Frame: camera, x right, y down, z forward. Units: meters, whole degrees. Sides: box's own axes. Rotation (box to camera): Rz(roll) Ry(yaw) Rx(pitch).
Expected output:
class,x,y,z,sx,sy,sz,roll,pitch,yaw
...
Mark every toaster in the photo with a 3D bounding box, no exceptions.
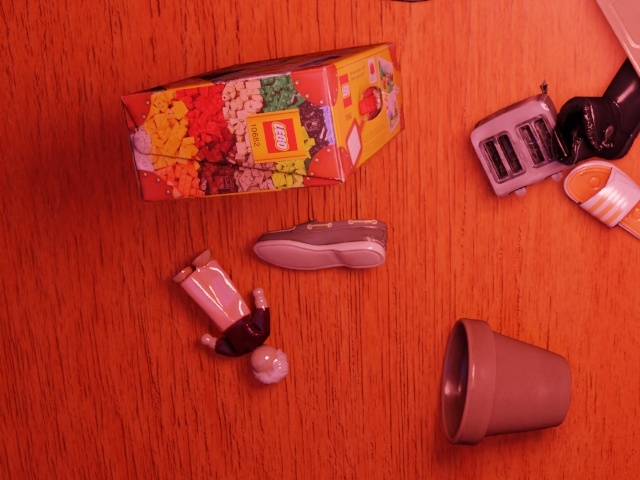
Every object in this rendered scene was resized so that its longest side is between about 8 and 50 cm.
class,x,y,z,sx,sy,sz,roll,pitch,yaw
toaster,0.399,-0.192,1.735,0.168,0.110,0.185,-23,98,21

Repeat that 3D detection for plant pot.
class,x,y,z,sx,sy,sz,roll,pitch,yaw
plant pot,0.389,0.304,1.834,0.230,0.263,0.262,7,109,-2

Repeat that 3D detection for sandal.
class,x,y,z,sx,sy,sz,roll,pitch,yaw
sandal,0.599,-0.061,1.710,0.265,0.076,0.102,31,114,-5

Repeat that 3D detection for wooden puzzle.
class,x,y,z,sx,sy,sz,roll,pitch,yaw
wooden puzzle,0.640,-0.394,1.581,0.221,0.044,0.238,-27,80,2

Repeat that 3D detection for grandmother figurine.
class,x,y,z,sx,sy,sz,roll,pitch,yaw
grandmother figurine,-0.199,0.193,2.049,0.208,0.104,0.342,-40,89,32

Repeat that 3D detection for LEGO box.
class,x,y,z,sx,sy,sz,roll,pitch,yaw
LEGO box,-0.079,-0.235,1.659,0.373,0.500,0.193,-4,105,18

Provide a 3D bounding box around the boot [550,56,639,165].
class,x,y,z,sx,sy,sz,roll,pitch,yaw
boot,0.532,-0.252,1.616,0.094,0.207,0.246,36,119,34

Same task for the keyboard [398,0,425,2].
class,x,y,z,sx,sy,sz,roll,pitch,yaw
keyboard,0.154,-0.631,1.721,0.202,0.033,0.317,7,108,9

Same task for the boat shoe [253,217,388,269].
class,x,y,z,sx,sy,sz,roll,pitch,yaw
boat shoe,0.001,0.002,1.930,0.305,0.091,0.109,0,149,22
